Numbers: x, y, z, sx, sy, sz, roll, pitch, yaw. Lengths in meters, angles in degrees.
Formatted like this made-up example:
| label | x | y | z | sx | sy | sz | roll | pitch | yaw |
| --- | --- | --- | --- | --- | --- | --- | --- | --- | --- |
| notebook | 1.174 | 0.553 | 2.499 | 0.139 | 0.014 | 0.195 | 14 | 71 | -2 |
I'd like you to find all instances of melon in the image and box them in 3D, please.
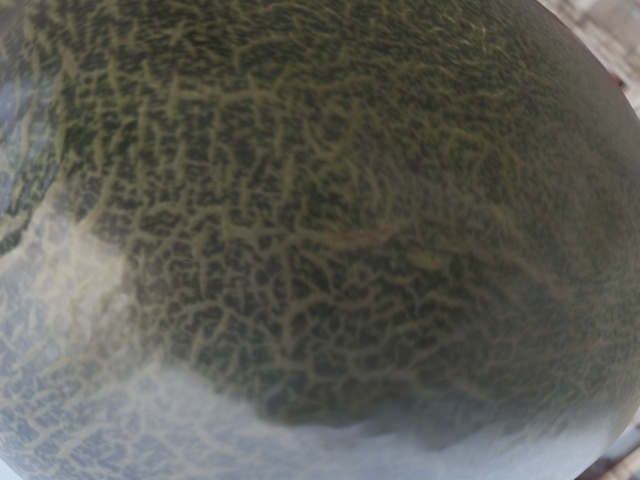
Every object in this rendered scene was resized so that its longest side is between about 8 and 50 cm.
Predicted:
| label | x | y | z | sx | sy | sz | roll | pitch | yaw |
| --- | --- | --- | --- | --- | --- | --- | --- | --- | --- |
| melon | 0.000 | 0.000 | 0.516 | 0.329 | 0.248 | 0.249 | 16 | -142 | -42 |
